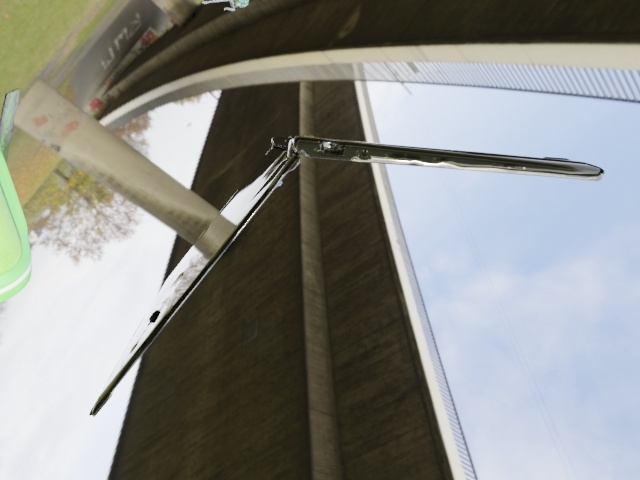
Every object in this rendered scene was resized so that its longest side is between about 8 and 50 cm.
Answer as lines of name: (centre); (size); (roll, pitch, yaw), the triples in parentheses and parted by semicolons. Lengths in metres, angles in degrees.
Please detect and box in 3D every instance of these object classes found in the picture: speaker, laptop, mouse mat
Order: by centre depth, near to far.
laptop: (0.000, 0.000, 0.575); (0.382, 0.407, 0.237); (-124, -142, -75)
speaker: (-0.476, -0.050, 0.644); (0.131, 0.131, 0.297); (-92, -172, -48)
mouse mat: (-0.639, -0.210, 0.995); (0.152, 0.007, 0.190); (44, -61, 60)

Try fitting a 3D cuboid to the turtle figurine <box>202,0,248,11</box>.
turtle figurine: (-0.161, -0.463, 0.780); (0.118, 0.175, 0.234); (-35, -158, 21)
